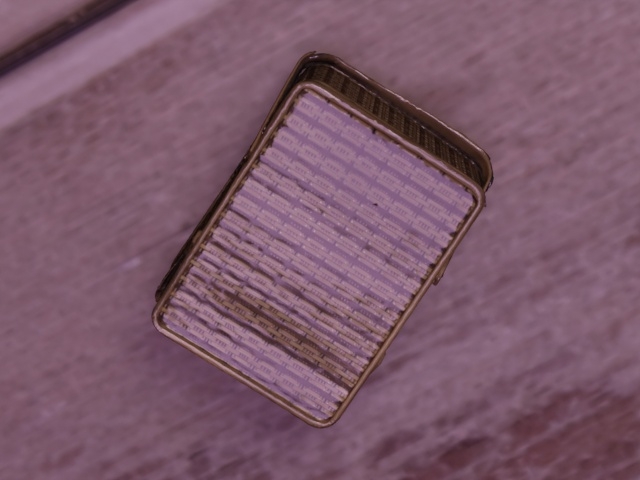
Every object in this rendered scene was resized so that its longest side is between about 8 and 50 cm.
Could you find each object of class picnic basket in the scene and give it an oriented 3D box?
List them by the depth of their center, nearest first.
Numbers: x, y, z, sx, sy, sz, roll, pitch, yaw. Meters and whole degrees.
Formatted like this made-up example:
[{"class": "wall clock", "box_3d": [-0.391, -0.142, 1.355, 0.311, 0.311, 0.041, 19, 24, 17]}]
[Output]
[{"class": "picnic basket", "box_3d": [0.000, 0.000, 0.859, 0.115, 0.079, 0.164, 32, 104, -6]}]
